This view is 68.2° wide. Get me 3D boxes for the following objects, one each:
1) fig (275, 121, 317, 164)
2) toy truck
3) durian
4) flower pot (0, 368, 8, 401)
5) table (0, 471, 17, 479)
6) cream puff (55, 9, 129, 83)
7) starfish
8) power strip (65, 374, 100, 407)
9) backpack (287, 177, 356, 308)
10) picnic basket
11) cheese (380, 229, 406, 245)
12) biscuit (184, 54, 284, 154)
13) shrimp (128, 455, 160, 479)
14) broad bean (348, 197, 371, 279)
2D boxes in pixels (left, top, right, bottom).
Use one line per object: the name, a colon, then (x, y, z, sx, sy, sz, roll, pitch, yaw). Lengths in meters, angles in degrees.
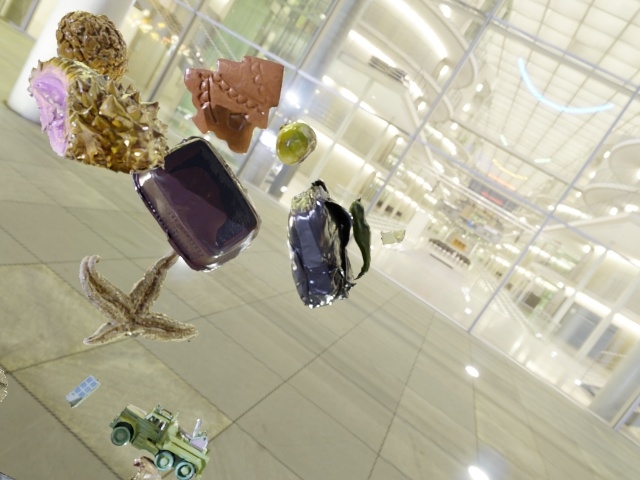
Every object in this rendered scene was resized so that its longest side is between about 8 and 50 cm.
fig: (-0.076, -0.293, 1.439, 0.120, 0.136, 0.153, 59, -13, -26)
toy truck: (-0.401, 0.496, 1.221, 0.260, 0.135, 0.128, 29, -11, -7)
durian: (-0.346, -0.218, 0.760, 0.191, 0.112, 0.341, -5, 36, -37)
flower pot: (-1.206, 0.527, 1.550, 0.290, 0.259, 0.290, 51, 5, -6)
table: (-0.460, 0.424, 0.745, 0.175, 0.146, 0.062, 27, 50, -4)
cream puff: (-0.498, -0.422, 1.047, 0.115, 0.150, 0.165, 7, -21, 36)
starfish: (-0.555, 0.183, 1.488, 0.082, 0.323, 0.432, -2, -4, 37)
power strip: (-0.631, 0.401, 1.259, 0.040, 0.090, 0.016, 32, -32, 23)
backpack: (0.000, 0.000, 1.732, 0.255, 0.445, 0.363, -11, 32, -1)
picnic basket: (-0.255, -0.086, 1.048, 0.297, 0.222, 0.129, 58, -21, -12)
cheese: (0.189, -0.007, 1.265, 0.060, 0.041, 0.084, -4, -1, 30)
biscuit: (-0.233, -0.416, 1.360, 0.284, 0.306, 0.043, 53, 4, -18)
shrimp: (-0.614, 0.795, 1.567, 0.117, 0.066, 0.262, 38, -6, 13)
broad bean: (0.148, -0.003, 1.794, 0.098, 0.318, 0.056, 2, 4, -7)
